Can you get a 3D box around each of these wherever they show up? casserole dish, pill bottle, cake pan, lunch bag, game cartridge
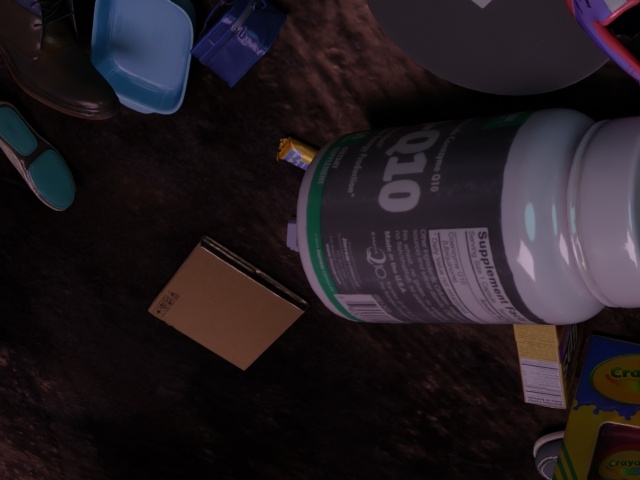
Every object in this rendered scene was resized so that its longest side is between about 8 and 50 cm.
[{"bbox_3d":[-0.188,-0.215,1.322,0.114,0.037,0.188,23,140,4],"label":"casserole dish"},{"bbox_3d":[0.171,-0.020,1.187,0.361,0.204,0.204,-3,133,39],"label":"pill bottle"},{"bbox_3d":[0.158,-0.244,1.088,0.293,0.054,0.293,15,140,13],"label":"cake pan"},{"bbox_3d":[-0.086,-0.213,1.244,0.065,0.067,0.098,37,139,-14],"label":"lunch bag"},{"bbox_3d":[0.000,0.000,1.478,0.083,0.017,0.056,18,144,10],"label":"game cartridge"}]

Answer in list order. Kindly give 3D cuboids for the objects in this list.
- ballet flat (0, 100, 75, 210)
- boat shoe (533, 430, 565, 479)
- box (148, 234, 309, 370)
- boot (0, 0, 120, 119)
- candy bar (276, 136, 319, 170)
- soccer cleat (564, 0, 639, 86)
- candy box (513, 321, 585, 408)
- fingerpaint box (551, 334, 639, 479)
[{"bbox_3d":[-0.366,-0.111,1.536,0.052,0.057,0.168,22,148,53],"label":"ballet flat"},{"bbox_3d":[0.421,0.329,1.551,0.319,0.099,0.116,16,141,12],"label":"boat shoe"},{"bbox_3d":[-0.127,0.089,1.642,0.164,0.021,0.201,33,140,-9],"label":"box"},{"bbox_3d":[-0.294,-0.222,1.306,0.219,0.082,0.106,38,136,20],"label":"boot"},{"bbox_3d":[0.024,-0.071,1.383,0.161,0.018,0.040,27,141,-3],"label":"candy bar"},{"bbox_3d":[0.302,-0.148,1.010,0.109,0.116,0.318,-35,133,26],"label":"soccer cleat"},{"bbox_3d":[0.255,0.087,1.362,0.053,0.109,0.186,7,138,22],"label":"candy box"},{"bbox_3d":[0.467,0.327,1.307,0.445,0.371,0.163,12,141,18],"label":"fingerpaint box"}]
